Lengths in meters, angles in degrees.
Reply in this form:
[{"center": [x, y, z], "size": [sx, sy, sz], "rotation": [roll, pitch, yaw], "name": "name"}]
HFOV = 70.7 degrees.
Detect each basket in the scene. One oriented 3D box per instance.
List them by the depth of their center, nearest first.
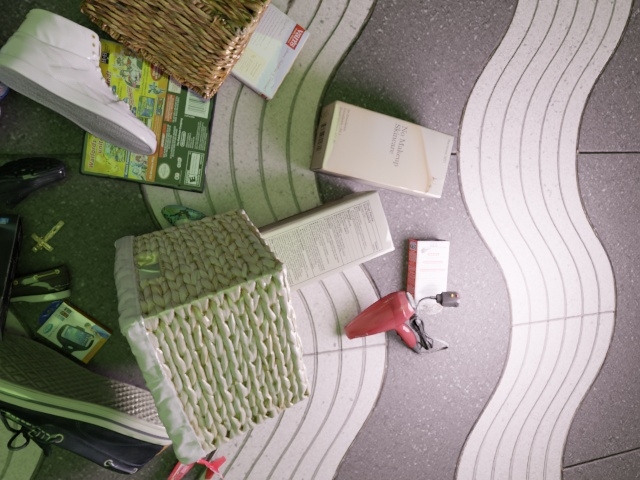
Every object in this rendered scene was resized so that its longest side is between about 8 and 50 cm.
[{"center": [-0.264, -0.472, 0.857], "size": [0.299, 0.223, 0.214], "rotation": [30, 61, -19], "name": "basket"}, {"center": [-0.206, 0.158, 0.867], "size": [0.266, 0.328, 0.332], "rotation": [-18, 119, -17], "name": "basket"}]

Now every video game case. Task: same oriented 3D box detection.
[{"center": [-0.356, -0.255, 0.954], "size": [0.248, 0.035, 0.275], "rotation": [8, 95, -18], "name": "video game case"}]

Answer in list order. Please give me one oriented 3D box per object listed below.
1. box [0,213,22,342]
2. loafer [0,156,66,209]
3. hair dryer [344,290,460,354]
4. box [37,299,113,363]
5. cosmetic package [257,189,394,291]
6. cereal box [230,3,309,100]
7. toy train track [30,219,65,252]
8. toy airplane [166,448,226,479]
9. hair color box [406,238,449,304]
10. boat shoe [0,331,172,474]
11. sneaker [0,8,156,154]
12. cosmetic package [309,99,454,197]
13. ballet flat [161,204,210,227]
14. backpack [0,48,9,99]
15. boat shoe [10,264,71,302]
[{"center": [-0.703, 0.057, 0.764], "size": [0.307, 0.243, 0.077], "rotation": [4, 138, -26], "name": "box"}, {"center": [-0.610, -0.102, 0.880], "size": [0.223, 0.076, 0.078], "rotation": [-21, 137, -17], "name": "loafer"}, {"center": [0.205, 0.225, 1.144], "size": [0.293, 0.080, 0.224], "rotation": [3, 120, -5], "name": "hair dryer"}, {"center": [-0.526, 0.189, 0.959], "size": [0.136, 0.028, 0.081], "rotation": [42, 84, -20], "name": "box"}, {"center": [0.000, 0.000, 1.048], "size": [0.295, 0.129, 0.153], "rotation": [-20, 101, -14], "name": "cosmetic package"}, {"center": [-0.165, -0.442, 0.969], "size": [0.240, 0.047, 0.173], "rotation": [32, 88, -20], "name": "cereal box"}, {"center": [-0.562, -0.008, 0.930], "size": [0.048, 0.014, 0.083], "rotation": [44, 82, -17], "name": "toy train track"}, {"center": [-0.287, 0.521, 1.074], "size": [0.151, 0.028, 0.152], "rotation": [-2, 99, -16], "name": "toy airplane"}, {"center": [0.281, 0.081, 1.185], "size": [0.092, 0.053, 0.168], "rotation": [0, 98, -16], "name": "hair color box"}, {"center": [-0.525, 0.331, 0.890], "size": [0.500, 0.187, 0.156], "rotation": [36, 91, -27], "name": "boat shoe"}, {"center": [-0.420, -0.299, 0.851], "size": [0.292, 0.108, 0.169], "rotation": [33, 60, -40], "name": "sneaker"}, {"center": [0.145, -0.209, 1.077], "size": [0.309, 0.113, 0.161], "rotation": [10, 93, -17], "name": "cosmetic package"}, {"center": [-0.259, -0.023, 0.991], "size": [0.188, 0.070, 0.070], "rotation": [17, 91, -18], "name": "ballet flat"}, {"center": [-0.665, -0.276, 0.736], "size": [0.213, 0.276, 0.263], "rotation": [42, 70, -2], "name": "backpack"}, {"center": [-0.623, 0.089, 0.892], "size": [0.227, 0.081, 0.069], "rotation": [-4, 95, -24], "name": "boat shoe"}]
